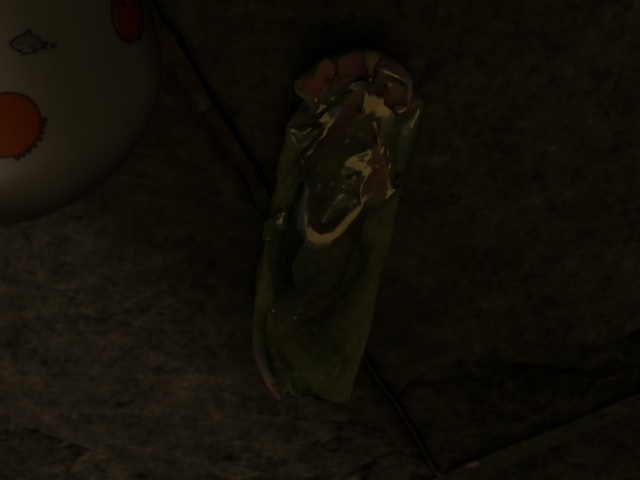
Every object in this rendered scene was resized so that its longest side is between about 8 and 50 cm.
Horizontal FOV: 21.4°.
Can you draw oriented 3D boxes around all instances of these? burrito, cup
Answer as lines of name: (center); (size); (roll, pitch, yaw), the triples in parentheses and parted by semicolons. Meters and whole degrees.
burrito: (0.003, -0.001, 1.181); (0.096, 0.066, 0.309); (1, 128, -10)
cup: (-0.213, -0.174, 0.946); (0.212, 0.212, 0.317); (-14, 127, 3)
